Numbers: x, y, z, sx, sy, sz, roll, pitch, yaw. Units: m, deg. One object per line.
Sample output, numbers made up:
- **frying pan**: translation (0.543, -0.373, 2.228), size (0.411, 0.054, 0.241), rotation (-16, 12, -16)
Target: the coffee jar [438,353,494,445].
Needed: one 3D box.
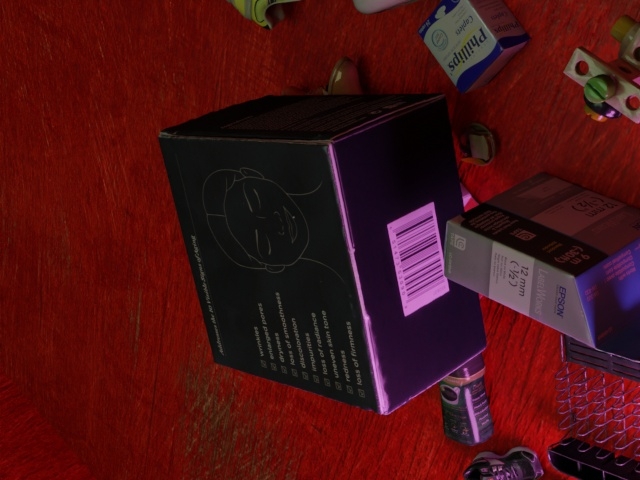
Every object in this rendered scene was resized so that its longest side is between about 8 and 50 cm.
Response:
- **coffee jar**: translation (0.272, 0.291, 2.029), size (0.096, 0.079, 0.184), rotation (14, 121, 49)

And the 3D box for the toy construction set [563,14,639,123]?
- **toy construction set**: translation (0.422, -0.297, 1.399), size (0.257, 0.237, 0.308), rotation (-34, 82, 52)

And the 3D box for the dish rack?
- **dish rack**: translation (0.479, 0.285, 1.787), size (0.208, 0.074, 0.271), rotation (13, 119, 45)

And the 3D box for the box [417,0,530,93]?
- **box**: translation (0.246, -0.332, 1.723), size (0.137, 0.072, 0.126), rotation (56, 142, 11)

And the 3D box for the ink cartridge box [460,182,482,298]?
- **ink cartridge box**: translation (0.200, 0.013, 1.974), size (0.261, 0.066, 0.296), rotation (50, 140, 21)

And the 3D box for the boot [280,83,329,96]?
- **boot**: translation (-0.008, -0.277, 2.071), size (0.158, 0.059, 0.084), rotation (31, 129, 25)

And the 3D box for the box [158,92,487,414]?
- **box**: translation (0.000, 0.000, 1.905), size (0.472, 0.297, 0.479), rotation (8, 116, 46)

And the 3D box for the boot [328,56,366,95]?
- **boot**: translation (0.095, -0.236, 1.962), size (0.152, 0.073, 0.197), rotation (22, 132, 39)

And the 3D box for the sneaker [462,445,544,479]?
- **sneaker**: translation (0.345, 0.445, 2.030), size (0.178, 0.077, 0.072), rotation (-27, 90, 52)

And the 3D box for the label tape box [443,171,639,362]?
- **label tape box**: translation (0.397, 0.030, 1.598), size (0.348, 0.249, 0.115), rotation (25, 127, 40)

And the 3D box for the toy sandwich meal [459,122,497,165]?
- **toy sandwich meal**: translation (0.267, -0.162, 1.826), size (0.086, 0.029, 0.085), rotation (26, 128, 39)

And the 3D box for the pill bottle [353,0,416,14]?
- **pill bottle**: translation (0.098, -0.536, 1.696), size (0.182, 0.182, 0.322), rotation (-7, 104, 51)

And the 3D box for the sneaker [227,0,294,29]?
- **sneaker**: translation (-0.045, -0.528, 1.935), size (0.147, 0.145, 0.385), rotation (45, 145, -8)
